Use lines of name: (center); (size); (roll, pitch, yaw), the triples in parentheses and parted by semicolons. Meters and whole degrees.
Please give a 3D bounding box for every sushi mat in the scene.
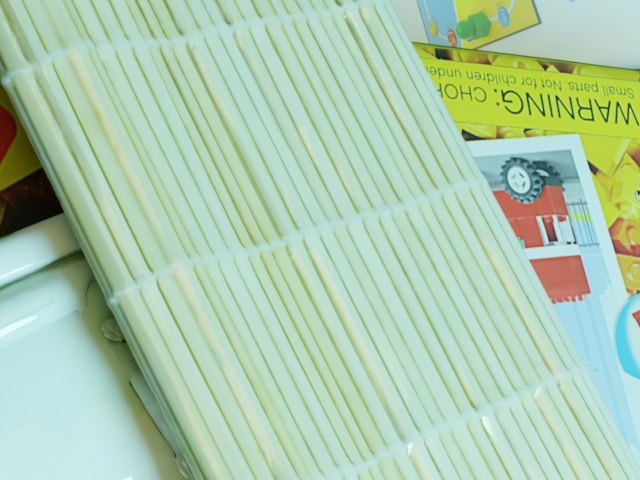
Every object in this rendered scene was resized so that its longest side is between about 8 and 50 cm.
sushi mat: (0.000, 0.000, 0.538); (0.151, 0.019, 0.316); (-20, 79, -45)

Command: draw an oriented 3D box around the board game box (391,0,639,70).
board game box: (0.041, -0.170, 0.773); (0.316, 0.064, 0.242); (-5, 83, -2)

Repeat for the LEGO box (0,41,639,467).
LEGO box: (-0.052, 0.133, 0.598); (0.500, 0.193, 0.372); (3, 70, -28)

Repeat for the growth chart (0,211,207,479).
growth chart: (-0.069, 0.110, 0.467); (0.172, 0.021, 0.237); (-18, 80, -32)
